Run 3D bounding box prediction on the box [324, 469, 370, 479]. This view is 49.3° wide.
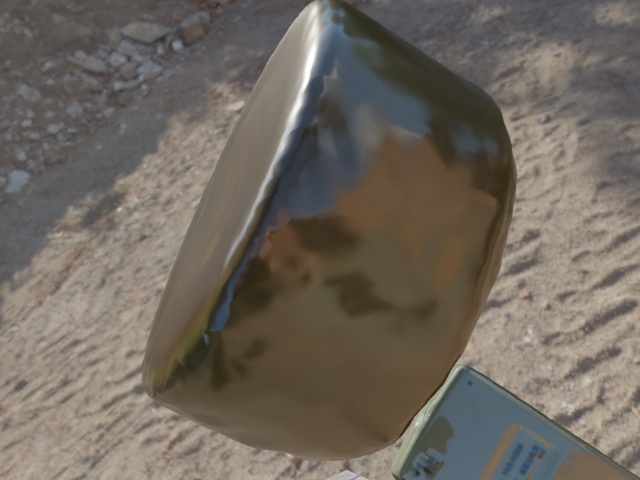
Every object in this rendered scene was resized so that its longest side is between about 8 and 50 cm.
[{"bbox_3d":[0.040,0.279,0.736,0.051,0.036,0.117,-15,2,-29],"label":"box"}]

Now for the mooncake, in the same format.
[{"bbox_3d":[0.000,0.000,0.472,0.284,0.156,0.284,-54,22,34],"label":"mooncake"}]

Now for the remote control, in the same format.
[{"bbox_3d":[0.207,0.230,0.605,0.123,0.286,0.038,-58,-2,-12],"label":"remote control"}]
